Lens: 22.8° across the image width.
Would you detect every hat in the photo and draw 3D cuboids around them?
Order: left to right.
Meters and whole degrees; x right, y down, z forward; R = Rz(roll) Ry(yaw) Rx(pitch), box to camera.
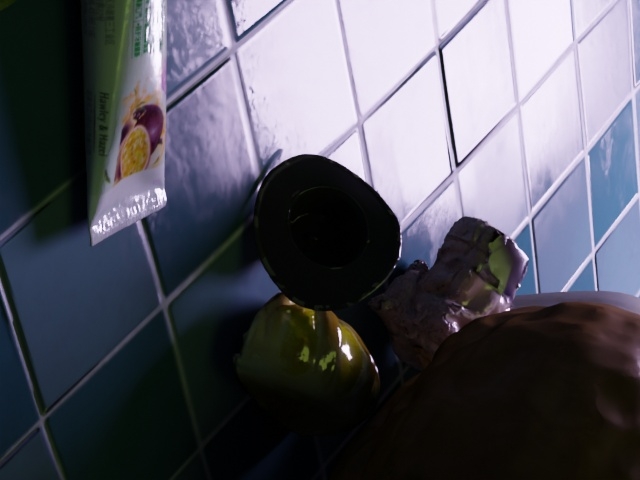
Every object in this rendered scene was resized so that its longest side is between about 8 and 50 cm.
[{"bbox_3d":[0.000,0.000,1.137,0.121,0.121,0.050,-58,180,-29],"label":"hat"}]

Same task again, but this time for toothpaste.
[{"bbox_3d":[-0.116,-0.153,0.921,0.058,0.056,0.314,-6,114,-15],"label":"toothpaste"}]

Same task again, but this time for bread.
[{"bbox_3d":[-0.003,0.092,1.145,0.157,0.094,0.083,43,68,-46],"label":"bread"}]

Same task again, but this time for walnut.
[{"bbox_3d":[0.154,0.231,1.138,0.398,0.308,0.354,-40,151,-43],"label":"walnut"}]

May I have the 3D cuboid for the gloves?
[{"bbox_3d":[0.107,0.051,1.301,0.144,0.094,0.110,-41,127,-18],"label":"gloves"}]

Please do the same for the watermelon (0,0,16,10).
[{"bbox_3d":[-0.170,-0.165,0.810,0.105,0.062,0.106,-11,102,-62],"label":"watermelon"}]

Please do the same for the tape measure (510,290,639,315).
[{"bbox_3d":[0.232,0.174,1.383,0.130,0.258,0.265,-30,124,-57],"label":"tape measure"}]
